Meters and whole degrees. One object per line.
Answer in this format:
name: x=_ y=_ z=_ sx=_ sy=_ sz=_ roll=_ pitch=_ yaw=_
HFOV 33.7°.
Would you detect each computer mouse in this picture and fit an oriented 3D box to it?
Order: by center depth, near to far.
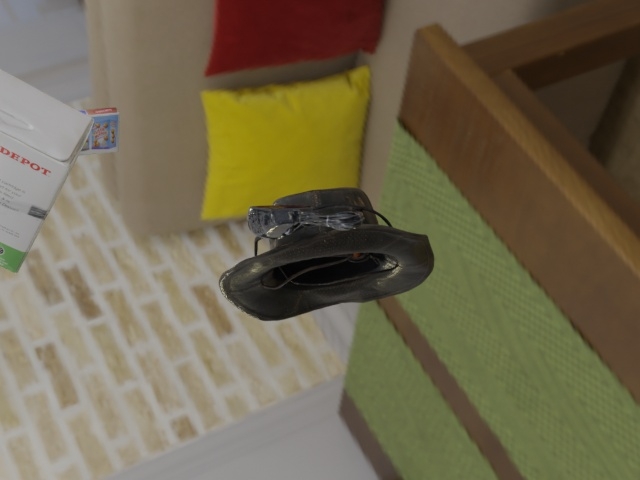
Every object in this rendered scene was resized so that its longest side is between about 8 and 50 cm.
computer mouse: x=-0.021 y=-0.018 z=1.239 sx=0.242 sy=0.071 sz=0.041 roll=7 pitch=99 yaw=64

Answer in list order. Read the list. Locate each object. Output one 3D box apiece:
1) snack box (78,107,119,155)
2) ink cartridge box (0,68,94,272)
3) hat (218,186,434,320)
snack box: x=-0.372 y=-0.148 z=1.493 sx=0.022 sy=0.178 sz=0.064 roll=48 pitch=139 yaw=48
ink cartridge box: x=-0.376 y=-0.084 z=1.217 sx=0.219 sy=0.160 sz=0.092 roll=-49 pitch=18 yaw=42
hat: x=0.000 y=0.000 z=1.483 sx=0.331 sy=0.331 sz=0.133 roll=121 pitch=140 yaw=-63
